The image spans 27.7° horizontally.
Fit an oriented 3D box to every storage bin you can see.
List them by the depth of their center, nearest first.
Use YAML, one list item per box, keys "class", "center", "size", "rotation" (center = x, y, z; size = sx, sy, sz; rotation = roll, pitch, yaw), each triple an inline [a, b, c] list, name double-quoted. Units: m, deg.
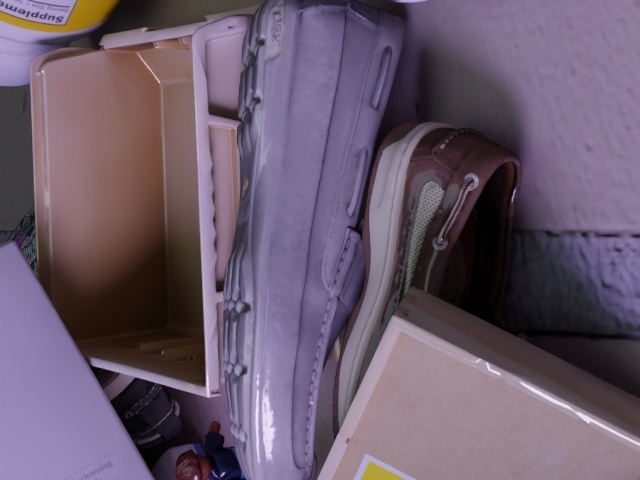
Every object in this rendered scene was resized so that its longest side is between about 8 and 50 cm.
- class: "storage bin"
  center: [-0.108, -0.035, 0.981]
  size: [0.262, 0.123, 0.260]
  rotation: [4, 97, 54]

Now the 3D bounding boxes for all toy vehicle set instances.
- class: "toy vehicle set"
  center: [0.074, 0.171, 0.751]
  size: [0.166, 0.035, 0.267]
  rotation: [28, 122, 8]

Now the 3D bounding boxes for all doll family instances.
- class: "doll family"
  center: [-0.030, 0.201, 0.909]
  size: [0.193, 0.111, 0.076]
  rotation: [39, 123, 45]

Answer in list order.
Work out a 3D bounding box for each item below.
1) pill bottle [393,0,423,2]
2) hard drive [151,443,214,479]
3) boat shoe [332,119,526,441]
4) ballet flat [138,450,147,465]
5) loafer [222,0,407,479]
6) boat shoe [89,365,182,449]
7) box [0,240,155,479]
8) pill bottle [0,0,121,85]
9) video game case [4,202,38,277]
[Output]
- class: "pill bottle"
  center: [0.023, -0.213, 0.777]
  size: [0.246, 0.130, 0.130]
  rotation: [26, 114, 50]
- class: "hard drive"
  center: [-0.085, 0.357, 1.060]
  size: [0.318, 0.040, 0.210]
  rotation: [60, 137, 31]
- class: "boat shoe"
  center: [0.071, 0.061, 0.776]
  size: [0.095, 0.095, 0.257]
  rotation: [14, 107, 42]
- class: "ballet flat"
  center: [-0.231, 0.238, 1.224]
  size: [0.248, 0.086, 0.086]
  rotation: [-29, 70, 54]
- class: "loafer"
  center: [0.000, 0.000, 0.821]
  size: [0.112, 0.111, 0.319]
  rotation: [180, 95, -78]
- class: "boat shoe"
  center: [-0.188, 0.151, 1.146]
  size: [0.079, 0.084, 0.233]
  rotation: [43, 156, -13]
- class: "box"
  center: [-0.250, 0.212, 1.007]
  size: [0.345, 0.168, 0.215]
  rotation: [58, 143, 8]
- class: "pill bottle"
  center: [-0.222, -0.283, 1.057]
  size: [0.334, 0.188, 0.188]
  rotation: [-49, 56, 45]
- class: "video game case"
  center: [-0.266, 0.060, 1.225]
  size: [0.232, 0.042, 0.210]
  rotation: [-41, 42, 48]
